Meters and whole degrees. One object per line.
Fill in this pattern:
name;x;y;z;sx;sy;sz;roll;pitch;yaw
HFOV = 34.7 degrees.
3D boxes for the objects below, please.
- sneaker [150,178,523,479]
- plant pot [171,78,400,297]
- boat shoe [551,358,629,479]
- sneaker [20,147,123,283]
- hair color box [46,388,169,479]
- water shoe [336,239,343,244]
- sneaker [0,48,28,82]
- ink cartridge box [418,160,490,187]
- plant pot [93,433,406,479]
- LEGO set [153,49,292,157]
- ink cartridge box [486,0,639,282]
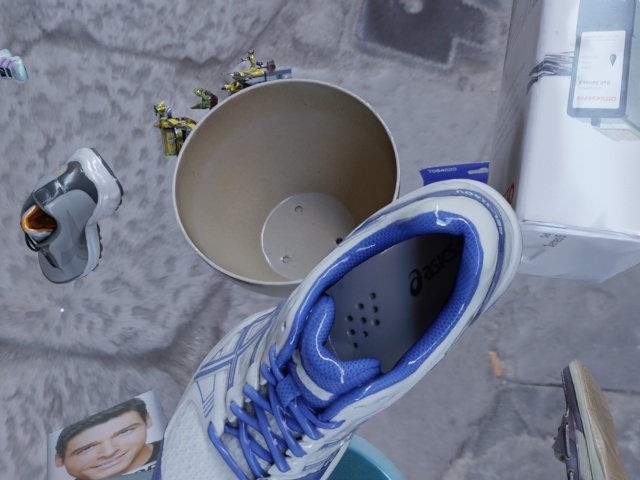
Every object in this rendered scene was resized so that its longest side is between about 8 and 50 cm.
sneaker;-0.010;0.073;0.593;0.112;0.131;0.296;43;100;9
plant pot;-0.032;-0.041;1.335;0.284;0.191;0.284;-3;66;7
boat shoe;0.395;0.311;1.542;0.103;0.092;0.285;37;35;-40
sneaker;-0.333;-0.019;1.287;0.108;0.271;0.100;-30;76;-32
hair color box;-0.285;0.365;1.463;0.185;0.374;0.113;-22;109;-8
water shoe;0.000;0.000;1.503;0.073;0.080;0.203;9;92;-40
sneaker;-0.447;-0.231;1.409;0.069;0.098;0.038;-26;121;-24
ink cartridge box;0.296;-0.069;1.771;0.223;0.224;0.045;-4;67;17
plant pot;-0.122;0.343;0.921;0.341;0.334;0.341;13;71;-43
LEGO set;-0.178;-0.250;1.884;0.255;0.331;0.192;-9;107;-11
ink cartridge box;0.206;-0.115;0.803;0.115;0.198;0.272;9;80;2
